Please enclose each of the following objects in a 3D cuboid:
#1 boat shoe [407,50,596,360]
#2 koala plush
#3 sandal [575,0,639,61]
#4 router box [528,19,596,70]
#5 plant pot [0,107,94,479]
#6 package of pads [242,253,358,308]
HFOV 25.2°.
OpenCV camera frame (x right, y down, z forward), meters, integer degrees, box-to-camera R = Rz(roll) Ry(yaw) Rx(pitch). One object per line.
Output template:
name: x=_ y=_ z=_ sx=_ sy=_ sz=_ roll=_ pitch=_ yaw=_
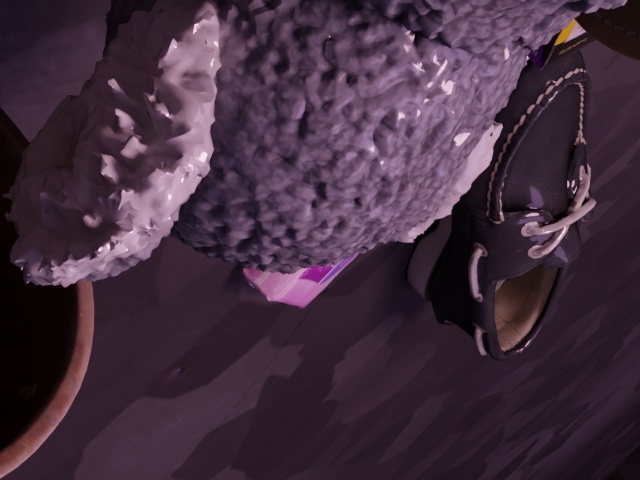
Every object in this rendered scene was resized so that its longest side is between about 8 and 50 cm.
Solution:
boat shoe: x=0.128 y=-0.020 z=0.897 sx=0.114 sy=0.091 sz=0.302 roll=-36 pitch=160 yaw=-15
koala plush: x=0.014 y=-0.079 z=0.363 sx=0.196 sy=0.203 sz=0.221 roll=-8 pitch=136 yaw=-56
sandal: x=0.108 y=-0.106 z=0.470 sx=0.079 sy=0.240 sz=0.088 roll=11 pitch=104 yaw=-33
router box: x=0.180 y=-0.175 z=0.736 sx=0.179 sy=0.046 sz=0.133 roll=-30 pitch=157 yaw=-31
plant pot: x=-0.173 y=0.038 z=0.376 sx=0.165 sy=0.167 sz=0.167 roll=-45 pitch=162 yaw=33
package of pads: x=0.000 y=0.000 z=0.787 sx=0.083 sy=0.032 sz=0.050 roll=-45 pitch=162 yaw=10
